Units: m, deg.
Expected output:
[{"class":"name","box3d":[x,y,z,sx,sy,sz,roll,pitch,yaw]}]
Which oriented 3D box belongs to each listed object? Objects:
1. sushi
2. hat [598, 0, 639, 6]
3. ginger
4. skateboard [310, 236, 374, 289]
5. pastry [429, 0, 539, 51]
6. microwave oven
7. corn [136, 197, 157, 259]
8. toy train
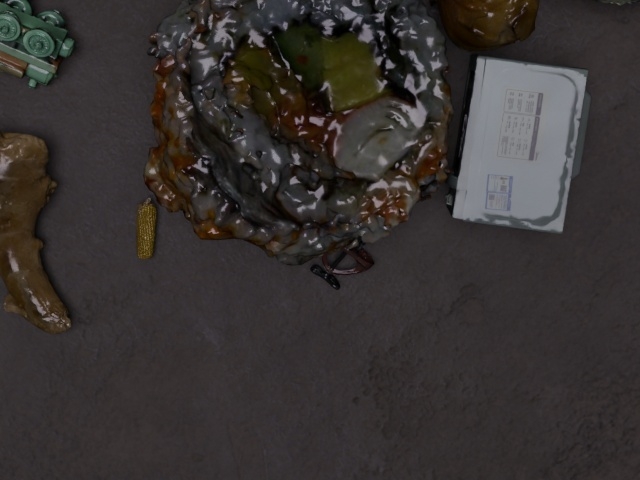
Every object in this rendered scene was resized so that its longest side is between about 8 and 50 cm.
[{"class":"sushi","box3d":[-0.019,-0.171,1.482,0.418,0.176,0.417,2,81,-13]},{"class":"hat","box3d":[0.357,-0.428,1.489,0.266,0.128,0.265,-1,112,-3]},{"class":"ginger","box3d":[-0.393,-0.014,1.609,0.131,0.086,0.294,-17,106,-4]},{"class":"skateboard","box3d":[0.000,0.000,1.604,0.151,0.067,0.080,37,107,-7]},{"class":"pastry","box3d":[0.195,-0.329,1.458,0.100,0.218,0.229,-4,55,-6]},{"class":"microwave oven","box3d":[0.248,-0.124,1.540,0.162,0.122,0.208,8,99,1]},{"class":"corn","box3d":[-0.234,-0.017,1.624,0.027,0.028,0.083,4,103,-4]},{"class":"toy train","box3d":[-0.411,-0.261,1.568,0.176,0.074,0.118,24,126,-14]}]
